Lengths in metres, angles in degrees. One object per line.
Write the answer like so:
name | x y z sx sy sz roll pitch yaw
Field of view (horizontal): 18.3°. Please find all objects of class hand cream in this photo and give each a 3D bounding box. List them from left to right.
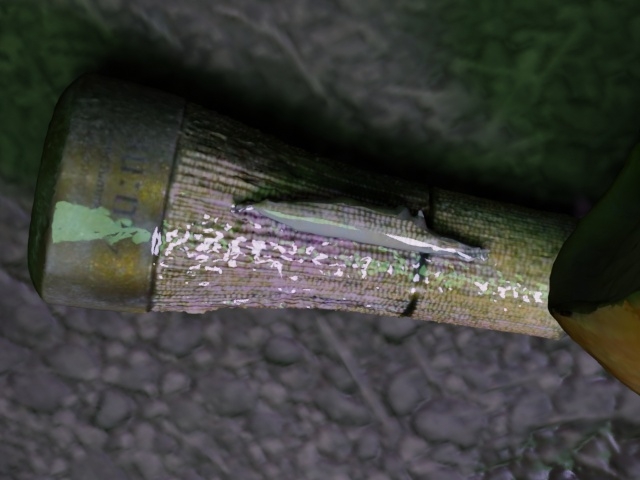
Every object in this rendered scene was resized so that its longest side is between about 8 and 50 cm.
hand cream | 0.000 0.000 0.711 0.203 0.084 0.084 12 122 -3

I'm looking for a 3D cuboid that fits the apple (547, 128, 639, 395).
apple | 0.225 -0.053 0.605 0.346 0.254 0.179 -50 60 29
